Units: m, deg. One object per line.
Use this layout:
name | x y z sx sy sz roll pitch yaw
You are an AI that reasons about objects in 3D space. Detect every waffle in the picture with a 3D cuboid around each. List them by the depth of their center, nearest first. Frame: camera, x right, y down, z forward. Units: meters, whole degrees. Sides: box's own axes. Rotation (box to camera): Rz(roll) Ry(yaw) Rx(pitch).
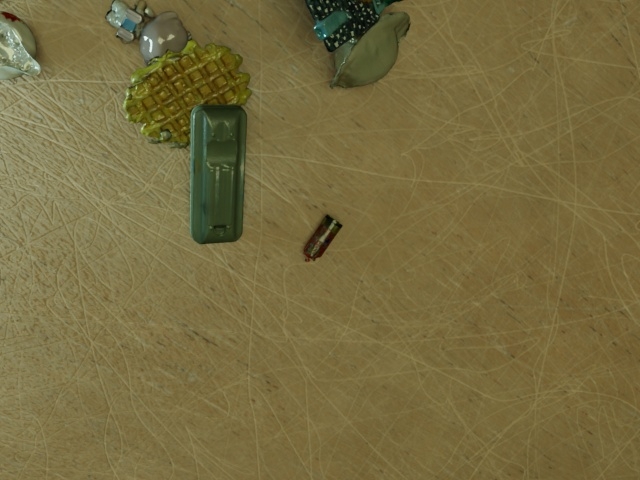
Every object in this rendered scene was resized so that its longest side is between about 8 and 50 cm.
waffle | -0.298 -0.332 1.558 0.280 0.060 0.262 8 119 -30

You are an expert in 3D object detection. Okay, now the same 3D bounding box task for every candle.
candle | 0.000 0.000 1.728 0.052 0.052 0.131 35 93 -14

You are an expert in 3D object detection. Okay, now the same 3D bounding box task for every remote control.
remote control | -0.239 -0.149 1.608 0.127 0.065 0.335 -4 115 -19

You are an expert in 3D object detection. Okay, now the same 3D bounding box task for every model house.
model house | 0.036 -0.568 1.452 0.261 0.225 0.241 59 46 -26

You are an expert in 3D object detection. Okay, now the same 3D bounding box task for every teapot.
teapot | -0.707 -0.431 1.499 0.226 0.092 0.145 29 92 -13

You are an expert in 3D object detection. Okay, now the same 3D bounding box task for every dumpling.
dumpling | 0.108 -0.454 1.603 0.247 0.172 0.142 -43 84 1

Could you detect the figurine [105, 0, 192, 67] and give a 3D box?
figurine | -0.377 -0.464 1.547 0.229 0.112 0.137 32 99 -4
